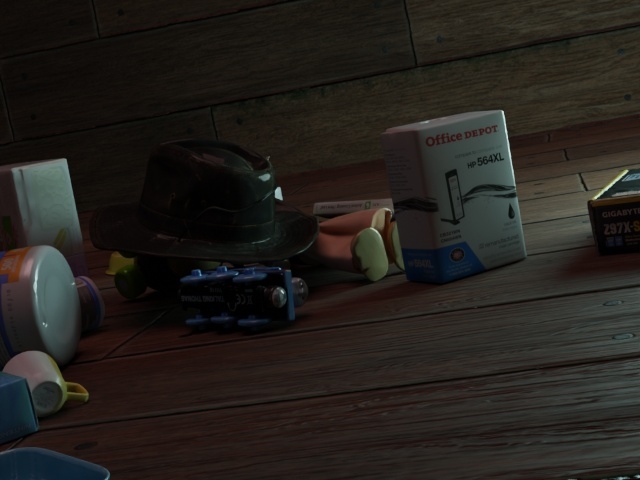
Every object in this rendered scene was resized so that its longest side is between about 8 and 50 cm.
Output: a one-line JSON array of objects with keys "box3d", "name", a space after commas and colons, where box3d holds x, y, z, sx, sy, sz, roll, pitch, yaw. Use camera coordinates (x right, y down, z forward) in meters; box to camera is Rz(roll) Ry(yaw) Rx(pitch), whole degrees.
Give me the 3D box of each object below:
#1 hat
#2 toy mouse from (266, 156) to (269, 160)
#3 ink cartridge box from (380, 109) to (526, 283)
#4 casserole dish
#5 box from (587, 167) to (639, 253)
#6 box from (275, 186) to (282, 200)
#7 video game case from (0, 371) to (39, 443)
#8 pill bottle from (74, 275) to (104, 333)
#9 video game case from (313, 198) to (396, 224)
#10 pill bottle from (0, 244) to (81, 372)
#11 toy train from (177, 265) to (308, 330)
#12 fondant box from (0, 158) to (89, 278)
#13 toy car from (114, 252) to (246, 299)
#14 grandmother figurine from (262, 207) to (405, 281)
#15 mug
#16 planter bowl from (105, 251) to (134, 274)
[{"box3d": [-0.163, -0.071, 1.544, 0.331, 0.134, 0.331, 1, 20, 0], "name": "hat"}, {"box3d": [-0.148, -0.110, 1.671, 0.143, 0.031, 0.161, 25, -35, -26], "name": "toy mouse"}, {"box3d": [0.176, -0.060, 1.453, 0.148, 0.203, 0.086, -15, 9, -27], "name": "ink cartridge box"}, {"box3d": [-0.231, 0.196, 0.818, 0.114, 0.037, 0.188, -17, 11, -39], "name": "casserole dish"}, {"box3d": [0.537, -0.059, 1.434, 0.322, 0.079, 0.257, -7, 7, 27], "name": "box"}, {"box3d": [-0.172, -0.049, 2.217, 0.130, 0.091, 0.170, -18, 11, -39], "name": "box"}, {"box3d": [-0.452, 0.186, 1.084, 0.269, 0.061, 0.244, -16, 11, -36], "name": "video game case"}, {"box3d": [-0.369, 0.101, 1.495, 0.137, 0.078, 0.078, -19, 11, -42], "name": "pill bottle"}, {"box3d": [0.129, -0.037, 1.745, 0.212, 0.023, 0.193, 10, -7, -39], "name": "video game case"}, {"box3d": [-0.447, 0.099, 1.355, 0.272, 0.152, 0.152, -9, 8, 8], "name": "pill bottle"}, {"box3d": [-0.097, 0.067, 1.388, 0.184, 0.080, 0.105, -3, 5, 42], "name": "toy train"}, {"box3d": [-0.491, -0.006, 1.824, 0.096, 0.238, 0.330, -14, 9, -29], "name": "fondant box"}, {"box3d": [-0.199, 0.034, 1.698, 0.188, 0.149, 0.155, 27, 39, 30], "name": "toy car"}, {"box3d": [0.000, 0.000, 1.655, 0.207, 0.104, 0.342, -6, 6, -38], "name": "grandmother figurine"}, {"box3d": [-0.283, 0.149, 1.135, 0.078, 0.062, 0.064, -22, 20, -25], "name": "mug"}, {"box3d": [-0.309, -0.003, 2.093, 0.217, 0.090, 0.217, -10, 9, 2], "name": "planter bowl"}]
